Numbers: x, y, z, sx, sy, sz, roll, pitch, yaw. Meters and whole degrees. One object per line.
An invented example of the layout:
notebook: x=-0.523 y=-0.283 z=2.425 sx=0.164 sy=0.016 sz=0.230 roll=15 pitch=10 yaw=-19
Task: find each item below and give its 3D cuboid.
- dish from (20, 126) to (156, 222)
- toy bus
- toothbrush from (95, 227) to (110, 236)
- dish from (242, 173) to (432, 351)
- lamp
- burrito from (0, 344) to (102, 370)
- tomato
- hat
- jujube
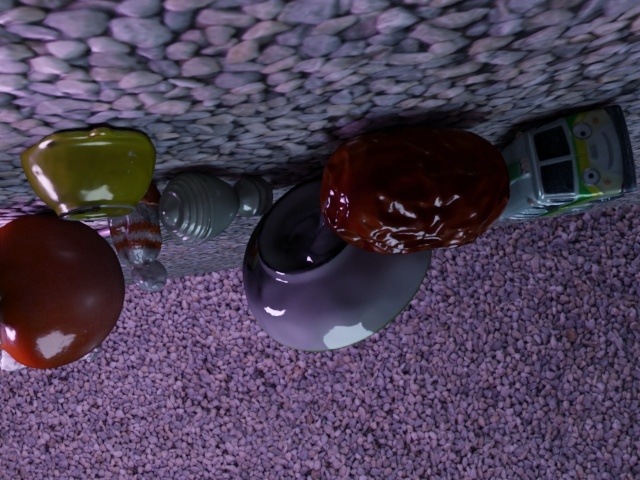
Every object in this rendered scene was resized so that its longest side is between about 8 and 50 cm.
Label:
dish: x=-0.259 y=-0.065 z=0.723 sx=0.149 sy=0.080 sz=0.208 roll=-7 pitch=176 yaw=-24
toy bus: x=0.365 y=-0.107 z=0.991 sx=0.165 sy=0.133 sz=0.276 roll=-9 pitch=174 yaw=3
toothbrush: x=-0.389 y=-0.023 z=1.242 sx=0.287 sy=0.025 sz=0.020 roll=-11 pitch=174 yaw=26
dish: x=0.000 y=0.000 z=0.979 sx=0.324 sy=0.324 sz=0.124 roll=-11 pitch=141 yaw=25
lamp: x=-0.153 y=-0.055 z=0.937 sx=0.106 sy=0.106 sz=0.193 roll=-14 pitch=-178 yaw=42
burrito: x=-0.554 y=0.230 z=1.293 sx=0.203 sy=0.064 sz=0.064 roll=-5 pitch=174 yaw=-15
tomato: x=-0.450 y=0.081 z=1.041 sx=0.225 sy=0.255 sz=0.256 roll=-14 pitch=179 yaw=-43
hat: x=-0.271 y=-0.002 z=0.930 sx=0.094 sy=0.162 sz=0.112 roll=-8 pitch=179 yaw=-38
jujube: x=0.124 y=-0.067 z=0.840 sx=0.251 sy=0.174 sz=0.174 roll=-9 pitch=175 yaw=-14
